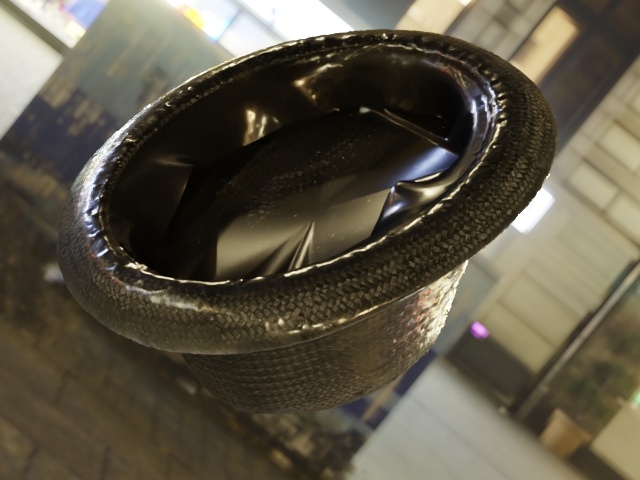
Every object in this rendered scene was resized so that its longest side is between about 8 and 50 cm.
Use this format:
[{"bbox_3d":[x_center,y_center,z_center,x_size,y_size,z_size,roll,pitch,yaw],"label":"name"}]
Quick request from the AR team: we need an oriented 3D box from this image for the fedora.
[{"bbox_3d":[0.000,0.000,1.019,0.334,0.334,0.152,44,-27,48],"label":"fedora"}]
